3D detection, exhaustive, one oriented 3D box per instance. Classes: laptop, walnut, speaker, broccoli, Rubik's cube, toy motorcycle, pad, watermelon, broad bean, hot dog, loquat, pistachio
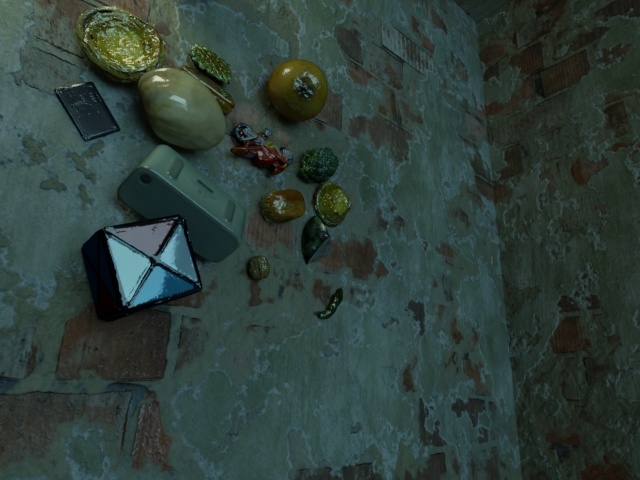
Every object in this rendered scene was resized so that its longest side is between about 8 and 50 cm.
[{"bbox_3d":[-0.751,-0.421,1.405,0.129,0.016,0.180,-37,103,-41],"label":"laptop"},{"bbox_3d":[-0.235,0.105,1.662,0.078,0.082,0.096,-7,82,-14],"label":"walnut"},{"bbox_3d":[-0.442,-0.125,1.459,0.406,0.183,0.184,40,30,-26],"label":"speaker"},{"bbox_3d":[-0.008,-0.340,1.958,0.195,0.156,0.196,-41,144,-38],"label":"broccoli"},{"bbox_3d":[-0.531,0.083,1.288,0.250,0.246,0.249,-16,88,-43],"label":"Rubik's cube"},{"bbox_3d":[-0.232,-0.367,1.797,0.298,0.089,0.171,23,64,-35],"label":"toy motorcycle"},{"bbox_3d":[-0.440,-0.681,1.725,0.157,0.003,0.112,2,53,-50],"label":"pad"},{"bbox_3d":[-0.021,-0.003,1.909,0.202,0.136,0.207,75,0,-49],"label":"watermelon"},{"bbox_3d":[0.054,0.280,1.885,0.195,0.046,0.061,-39,106,-40],"label":"broad bean"},{"bbox_3d":[-0.443,-0.591,1.693,0.249,0.068,0.100,29,58,-32],"label":"hot dog"},{"bbox_3d":[-0.099,-0.655,1.896,0.263,0.263,0.263,14,68,-38],"label":"loquat"},{"bbox_3d":[-0.484,-0.452,1.512,0.321,0.238,0.229,39,14,-35],"label":"pistachio"}]

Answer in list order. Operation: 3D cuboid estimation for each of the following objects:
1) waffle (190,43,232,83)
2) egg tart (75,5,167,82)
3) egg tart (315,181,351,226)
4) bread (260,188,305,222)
[{"bbox_3d":[-0.431,-0.703,1.722,0.183,0.036,0.169,25,38,-31],"label":"waffle"},{"bbox_3d":[-0.674,-0.660,1.482,0.290,0.107,0.291,9,71,-28],"label":"egg tart"},{"bbox_3d":[0.065,-0.173,2.004,0.212,0.090,0.213,10,75,-39],"label":"egg tart"},{"bbox_3d":[-0.150,-0.144,1.794,0.190,0.114,0.132,-15,90,-38],"label":"bread"}]
